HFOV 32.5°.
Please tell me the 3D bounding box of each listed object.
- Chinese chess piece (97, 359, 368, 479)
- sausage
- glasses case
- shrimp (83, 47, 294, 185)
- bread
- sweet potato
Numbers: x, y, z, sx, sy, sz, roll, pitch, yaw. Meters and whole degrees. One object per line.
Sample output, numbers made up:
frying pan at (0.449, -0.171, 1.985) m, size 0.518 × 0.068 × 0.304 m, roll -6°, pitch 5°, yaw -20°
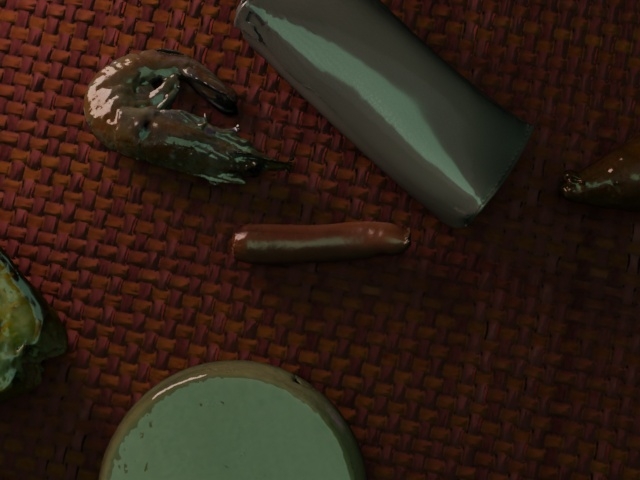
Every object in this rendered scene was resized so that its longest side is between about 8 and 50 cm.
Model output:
Chinese chess piece at (-0.080, 0.235, 1.012) m, size 0.250 × 0.101 × 0.250 m, roll 0°, pitch 83°, yaw 2°
sausage at (0.000, 0.001, 1.071) m, size 0.177 × 0.047 × 0.040 m, roll -1°, pitch 70°, yaw 3°
glasses case at (0.063, -0.151, 1.076) m, size 0.308 × 0.083 × 0.128 m, roll 44°, pitch 79°, yaw 6°
shrimp at (-0.127, -0.124, 1.096) m, size 0.223 × 0.047 × 0.126 m, roll 19°, pitch 73°, yaw 5°
bread at (-0.367, 0.069, 1.017) m, size 0.257 × 0.124 × 0.186 m, roll 32°, pitch 70°, yaw -9°
sweet potato at (0.395, -0.081, 1.037) m, size 0.337 × 0.131 × 0.131 m, roll -16°, pitch 82°, yaw -1°
